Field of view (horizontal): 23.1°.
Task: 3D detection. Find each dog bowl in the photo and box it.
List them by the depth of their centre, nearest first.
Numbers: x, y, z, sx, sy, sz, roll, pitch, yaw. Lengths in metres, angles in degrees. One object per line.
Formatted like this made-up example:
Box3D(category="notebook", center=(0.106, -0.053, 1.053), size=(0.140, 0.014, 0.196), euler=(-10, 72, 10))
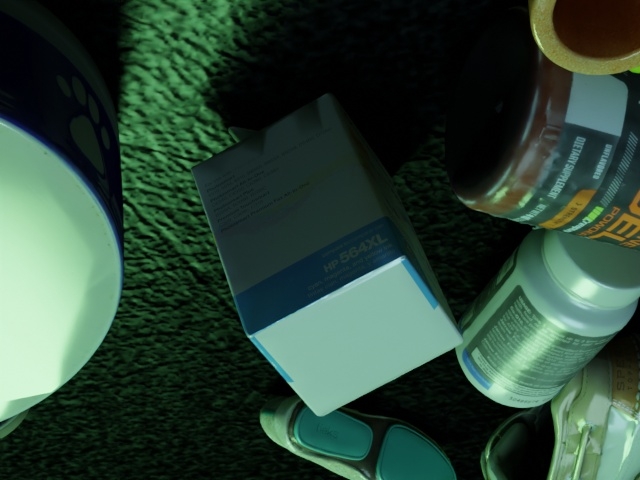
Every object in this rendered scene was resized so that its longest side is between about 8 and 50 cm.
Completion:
Box3D(category="dog bowl", center=(-0.231, -0.014, 0.783), size=(0.265, 0.104, 0.265), euler=(-6, 136, -6))

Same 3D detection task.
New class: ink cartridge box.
Box3D(category="ink cartridge box", center=(0.000, 0.000, 0.832), size=(0.090, 0.143, 0.092), euler=(-28, 140, 8))

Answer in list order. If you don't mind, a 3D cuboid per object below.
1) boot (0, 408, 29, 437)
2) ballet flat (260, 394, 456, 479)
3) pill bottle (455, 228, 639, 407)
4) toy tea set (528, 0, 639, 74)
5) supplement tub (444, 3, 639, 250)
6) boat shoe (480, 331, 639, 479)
Box3D(category="boot", center=(-0.291, 0.053, 0.971), size=(0.189, 0.076, 0.208), euler=(-3, 139, 1))
Box3D(category="ballet flat", center=(0.028, 0.147, 1.128), size=(0.168, 0.057, 0.052), euler=(31, 163, -32))
Box3D(category="pill bottle", center=(0.140, 0.036, 0.929), size=(0.078, 0.078, 0.137), euler=(11, 145, -16))
Box3D(category="toy tea set", center=(0.151, -0.123, 0.629), size=(0.336, 0.124, 0.200), euler=(16, 130, -24))
Box3D(category="supplement tub", center=(0.170, -0.046, 0.785), size=(0.198, 0.106, 0.106), euler=(12, 144, -18))
Box3D(category="boat shoe", center=(0.164, 0.166, 1.102), size=(0.103, 0.113, 0.302), euler=(10, 134, -13))
